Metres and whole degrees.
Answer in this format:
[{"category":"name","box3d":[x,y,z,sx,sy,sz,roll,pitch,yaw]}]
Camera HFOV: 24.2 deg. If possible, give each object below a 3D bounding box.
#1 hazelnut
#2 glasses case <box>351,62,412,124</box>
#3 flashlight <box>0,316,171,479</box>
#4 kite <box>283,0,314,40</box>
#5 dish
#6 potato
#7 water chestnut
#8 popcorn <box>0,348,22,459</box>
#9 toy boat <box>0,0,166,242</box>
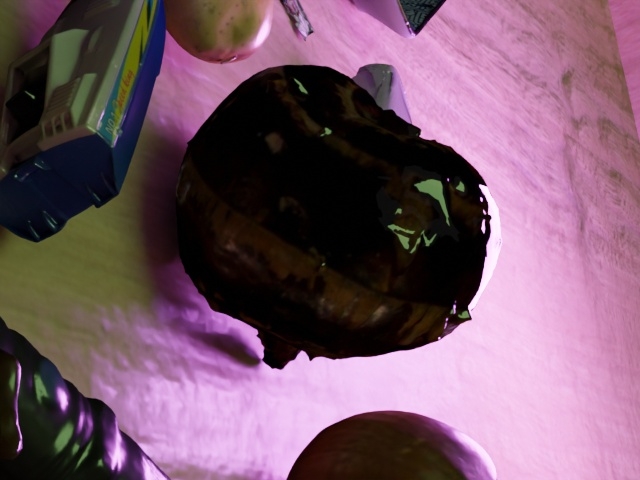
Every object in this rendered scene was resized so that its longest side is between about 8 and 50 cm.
[{"category":"hazelnut","box3d":[0.059,0.244,1.296,0.176,0.214,0.214,40,39,-31]},{"category":"glasses case","box3d":[0.064,-0.041,1.634,0.128,0.083,0.308,52,31,-50]},{"category":"flashlight","box3d":[-0.223,0.075,0.934,0.424,0.103,0.103,55,30,-33]},{"category":"kite","box3d":[-0.093,-0.372,1.592,0.368,0.014,0.406,62,26,-25]},{"category":"dish","box3d":[0.083,-0.359,1.875,0.181,0.080,0.243,66,27,-16]},{"category":"potato","box3d":[-0.108,-0.248,1.365,0.118,0.109,0.178,-24,91,-43]},{"category":"water chestnut","box3d":[0.000,0.000,1.313,0.300,0.300,0.300,44,37,-48]},{"category":"popcorn","box3d":[-0.275,0.094,0.646,0.316,0.281,0.297,109,-24,-57]},{"category":"toy boat","box3d":[-0.179,-0.138,1.126,0.088,0.129,0.295,44,35,-29]}]
